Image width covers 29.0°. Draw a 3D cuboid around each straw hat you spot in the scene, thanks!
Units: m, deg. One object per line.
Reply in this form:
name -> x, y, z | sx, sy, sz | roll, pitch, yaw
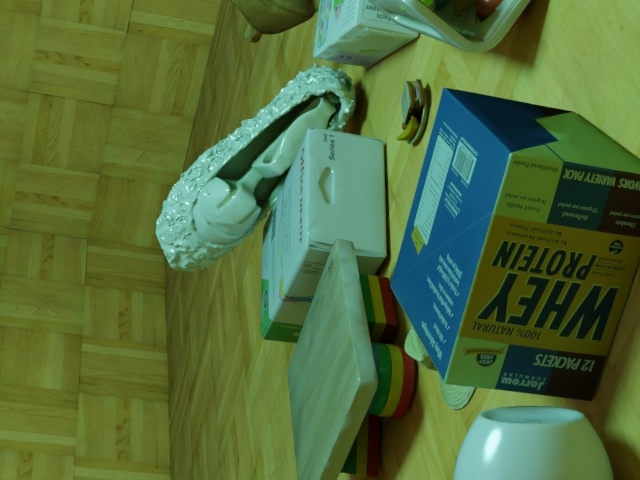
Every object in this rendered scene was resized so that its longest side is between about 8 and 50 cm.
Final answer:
straw hat -> 0.124, 0.109, 1.339 | 0.144, 0.061, 0.144 | -171, 90, -76

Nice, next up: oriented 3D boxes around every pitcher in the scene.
pitcher -> 0.183, 0.239, 0.949 | 0.178, 0.126, 0.207 | 1, 93, 55

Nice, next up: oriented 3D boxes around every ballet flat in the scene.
ballet flat -> -0.100, -0.108, 1.888 | 0.409, 0.147, 0.147 | -48, 18, 3

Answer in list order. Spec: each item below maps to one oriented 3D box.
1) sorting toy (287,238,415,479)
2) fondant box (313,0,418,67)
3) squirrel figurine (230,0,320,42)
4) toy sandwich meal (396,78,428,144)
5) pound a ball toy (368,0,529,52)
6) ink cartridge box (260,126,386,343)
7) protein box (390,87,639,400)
sorting toy -> 0.040, 0.179, 1.579 | 0.255, 0.090, 0.257 | -98, 22, -49
fondant box -> 0.080, -0.434, 1.771 | 0.238, 0.096, 0.330 | 170, 108, -76
squirrel figurine -> -0.051, -0.507, 1.992 | 0.281, 0.397, 0.370 | -18, 78, 31
toy sandwich meal -> 0.116, -0.165, 1.600 | 0.085, 0.029, 0.085 | -172, 90, -76
pound a ball toy -> 0.170, -0.311, 1.333 | 0.208, 0.136, 0.319 | -54, 18, 5
ink cartridge box -> 0.000, 0.000, 1.784 | 0.278, 0.117, 0.201 | 118, 157, -55
protein box -> 0.168, -0.002, 1.072 | 0.200, 0.136, 0.201 | -116, 36, -66
